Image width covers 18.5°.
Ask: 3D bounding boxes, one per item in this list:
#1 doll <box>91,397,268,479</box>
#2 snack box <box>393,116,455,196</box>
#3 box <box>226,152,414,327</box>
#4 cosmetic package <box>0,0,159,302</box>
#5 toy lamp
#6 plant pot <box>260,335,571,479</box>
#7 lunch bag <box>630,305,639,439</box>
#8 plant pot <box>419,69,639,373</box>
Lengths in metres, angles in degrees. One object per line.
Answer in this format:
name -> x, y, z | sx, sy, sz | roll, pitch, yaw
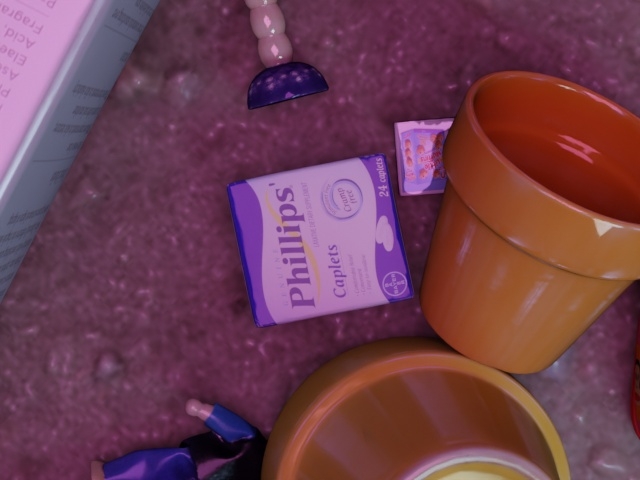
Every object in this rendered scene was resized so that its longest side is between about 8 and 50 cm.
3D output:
doll -> -0.097, 0.194, 1.672 | 0.189, 0.046, 0.129 | -13, 103, 0
snack box -> 0.153, -0.076, 1.671 | 0.178, 0.022, 0.064 | -4, 95, 0
box -> 0.000, 0.000, 1.651 | 0.137, 0.072, 0.126 | -12, 92, 1
cosmetic package -> -0.356, -0.118, 1.519 | 0.327, 0.329, 0.394 | 28, 92, -2
toy lamp -> -0.064, -0.249, 1.637 | 0.080, 0.080, 0.275 | -14, 92, 1
plant pot -> 0.091, 0.219, 1.560 | 0.254, 0.239, 0.254 | -1, 97, -9
lunch bag -> 0.409, 0.111, 1.631 | 0.293, 0.120, 0.258 | 5, 93, -1
plant pot -> 0.173, -0.002, 1.586 | 0.205, 0.205, 0.188 | 25, 121, -1
